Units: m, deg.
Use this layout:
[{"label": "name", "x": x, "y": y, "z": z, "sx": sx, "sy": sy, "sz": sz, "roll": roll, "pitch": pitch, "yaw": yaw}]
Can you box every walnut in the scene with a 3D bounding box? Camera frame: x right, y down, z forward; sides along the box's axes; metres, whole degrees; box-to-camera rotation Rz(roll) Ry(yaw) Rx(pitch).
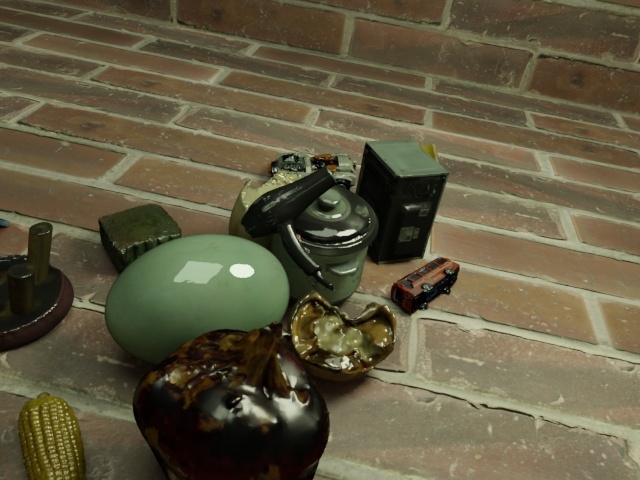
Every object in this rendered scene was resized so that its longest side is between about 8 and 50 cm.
[{"label": "walnut", "x": 0.040, "y": 0.227, "z": 1.218, "sx": 0.238, "sy": 0.141, "sz": 0.204, "roll": 11, "pitch": 47, "yaw": 1}]

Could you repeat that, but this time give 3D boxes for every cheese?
[{"label": "cheese", "x": -0.140, "y": -0.076, "z": 1.531, "sx": 0.127, "sy": 0.233, "sz": 0.266, "roll": 34, "pitch": 43, "yaw": 17}]

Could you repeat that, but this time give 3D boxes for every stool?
[{"label": "stool", "x": -0.695, "y": 0.087, "z": 1.204, "sx": 0.272, "sy": 0.178, "sz": 0.272, "roll": 5, "pitch": 36, "yaw": -4}]

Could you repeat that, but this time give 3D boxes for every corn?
[{"label": "corn", "x": -0.456, "y": 0.366, "z": 0.942, "sx": 0.097, "sy": 0.097, "sz": 0.261, "roll": -12, "pitch": 43, "yaw": -27}]

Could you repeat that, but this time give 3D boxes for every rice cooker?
[{"label": "rice cooker", "x": 0.000, "y": 0.000, "z": 1.382, "sx": 0.264, "sy": 0.316, "sz": 0.316, "roll": -10, "pitch": 39, "yaw": -22}]

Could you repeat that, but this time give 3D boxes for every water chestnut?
[{"label": "water chestnut", "x": -0.137, "y": 0.275, "z": 0.928, "sx": 0.335, "sy": 0.347, "sz": 0.335, "roll": 12, "pitch": 31, "yaw": -7}]

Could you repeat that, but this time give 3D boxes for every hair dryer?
[{"label": "hair dryer", "x": -0.023, "y": -0.010, "z": 1.201, "sx": 0.235, "sy": 0.091, "sz": 0.271, "roll": -32, "pitch": 78, "yaw": 5}]

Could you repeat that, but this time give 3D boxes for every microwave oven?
[{"label": "microwave oven", "x": 0.208, "y": -0.114, "z": 1.597, "sx": 0.181, "sy": 0.295, "sz": 0.237, "roll": -6, "pitch": 38, "yaw": -22}]

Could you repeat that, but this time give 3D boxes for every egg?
[{"label": "egg", "x": -0.250, "y": 0.125, "z": 1.168, "sx": 0.389, "sy": 0.276, "sz": 0.276, "roll": -12, "pitch": 40, "yaw": -23}]

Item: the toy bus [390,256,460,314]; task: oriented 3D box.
[{"label": "toy bus", "x": 0.288, "y": 0.117, "z": 1.494, "sx": 0.235, "sy": 0.073, "sz": 0.096, "roll": -23, "pitch": 37, "yaw": -38}]

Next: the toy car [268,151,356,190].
[{"label": "toy car", "x": -0.027, "y": -0.232, "z": 1.871, "sx": 0.301, "sy": 0.118, "sz": 0.193, "roll": 3, "pitch": 38, "yaw": -8}]

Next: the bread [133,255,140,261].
[{"label": "bread", "x": -0.415, "y": 0.055, "z": 1.395, "sx": 0.080, "sy": 0.084, "sz": 0.109, "roll": 13, "pitch": 35, "yaw": 2}]

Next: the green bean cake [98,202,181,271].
[{"label": "green bean cake", "x": -0.475, "y": -0.006, "z": 1.459, "sx": 0.181, "sy": 0.094, "sz": 0.173, "roll": -18, "pitch": 43, "yaw": -33}]

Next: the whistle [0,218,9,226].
[{"label": "whistle", "x": -0.884, "y": -0.028, "z": 1.423, "sx": 0.090, "sy": 0.090, "sz": 0.158, "roll": 14, "pitch": -4, "yaw": 6}]

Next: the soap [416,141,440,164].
[{"label": "soap", "x": 0.347, "y": -0.198, "z": 1.856, "sx": 0.089, "sy": 0.173, "sz": 0.274, "roll": 7, "pitch": 35, "yaw": 0}]
